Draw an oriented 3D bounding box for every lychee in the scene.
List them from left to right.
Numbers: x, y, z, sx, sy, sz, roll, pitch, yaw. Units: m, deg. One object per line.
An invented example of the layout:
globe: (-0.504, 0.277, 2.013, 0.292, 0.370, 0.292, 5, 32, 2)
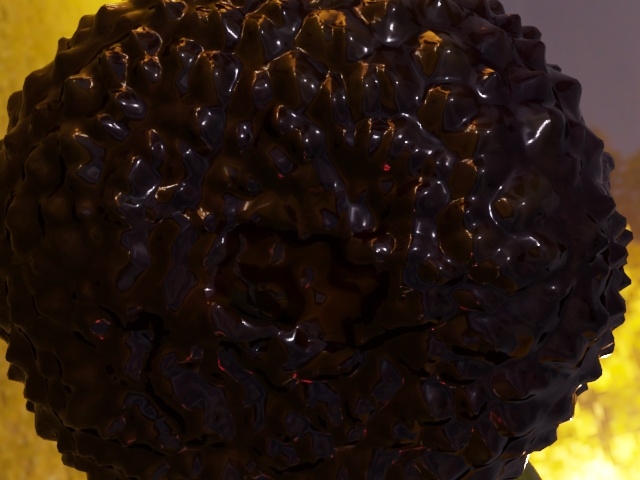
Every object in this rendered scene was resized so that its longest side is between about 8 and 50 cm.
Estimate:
lychee: (0.000, 0.000, 0.724, 0.271, 0.271, 0.271, 166, -90, -86)

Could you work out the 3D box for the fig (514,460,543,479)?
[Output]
fig: (-0.022, 0.218, 0.976, 0.258, 0.326, 0.258, 28, -53, 44)
